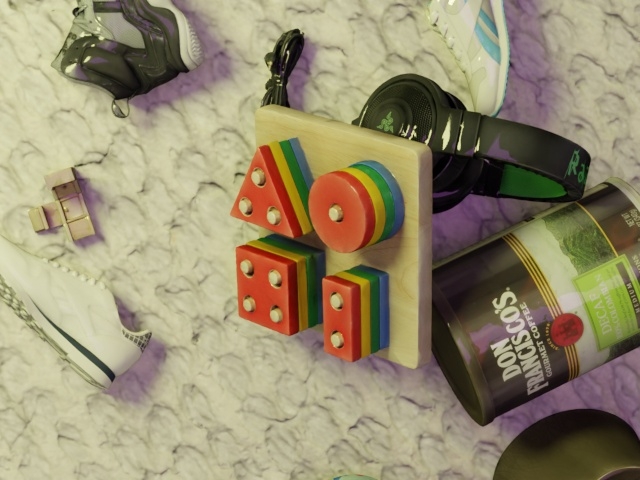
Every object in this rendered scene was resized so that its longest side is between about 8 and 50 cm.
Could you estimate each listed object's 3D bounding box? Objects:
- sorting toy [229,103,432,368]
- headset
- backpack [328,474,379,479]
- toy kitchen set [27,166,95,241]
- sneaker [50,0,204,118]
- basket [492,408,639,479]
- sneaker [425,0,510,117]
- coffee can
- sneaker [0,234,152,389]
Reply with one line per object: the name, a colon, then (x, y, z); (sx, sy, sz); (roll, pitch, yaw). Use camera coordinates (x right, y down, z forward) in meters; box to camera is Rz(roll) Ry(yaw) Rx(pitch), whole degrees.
sorting toy: (0.000, 0.000, 1.684); (0.089, 0.257, 0.255); (-19, 117, -40)
headset: (0.118, -0.135, 1.742); (0.394, 0.243, 0.185); (10, 83, 15)
backpack: (0.053, 0.418, 1.806); (0.225, 0.191, 0.253); (-37, 95, -3)
toy kitchen set: (-0.308, -0.036, 1.750); (0.068, 0.075, 0.083); (-19, 94, -6)
sneaker: (-0.266, -0.268, 1.719); (0.153, 0.101, 0.268); (-41, 103, -6)
basket: (0.334, 0.305, 1.811); (0.204, 0.227, 0.154); (-21, 99, -7)
sneaker: (0.176, -0.255, 1.807); (0.092, 0.087, 0.229); (-7, 90, -1)
coffee can: (0.268, 0.071, 1.790); (0.275, 0.201, 0.201); (-26, 99, -6)
sneaker: (-0.306, 0.067, 1.767); (0.095, 0.090, 0.235); (-47, 105, -15)
